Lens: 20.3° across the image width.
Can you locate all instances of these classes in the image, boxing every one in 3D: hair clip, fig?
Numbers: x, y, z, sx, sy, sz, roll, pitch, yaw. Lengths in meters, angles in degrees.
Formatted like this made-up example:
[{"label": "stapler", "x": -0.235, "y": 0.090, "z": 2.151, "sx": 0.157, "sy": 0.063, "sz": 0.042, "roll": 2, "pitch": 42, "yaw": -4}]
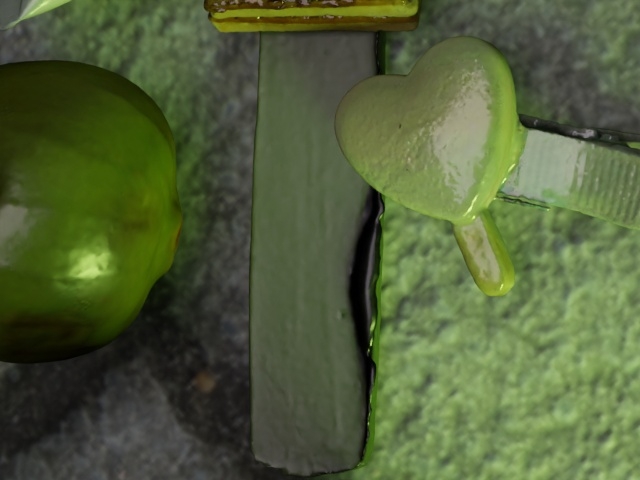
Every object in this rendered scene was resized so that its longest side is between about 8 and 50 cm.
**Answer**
[{"label": "hair clip", "x": 0.113, "y": -0.046, "z": 1.154, "sx": 0.218, "sy": 0.071, "sz": 0.159, "roll": 14, "pitch": 93, "yaw": 8}, {"label": "fig", "x": -0.205, "y": -0.015, "z": 1.177, "sx": 0.230, "sy": 0.207, "sz": 0.207, "roll": -7, "pitch": 90, "yaw": -18}]

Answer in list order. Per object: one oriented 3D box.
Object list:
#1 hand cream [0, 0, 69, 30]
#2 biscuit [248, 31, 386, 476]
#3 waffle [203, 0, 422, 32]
[{"label": "hand cream", "x": -0.066, "y": -0.268, "z": 1.182, "sx": 0.358, "sy": 0.185, "sz": 0.118, "roll": -29, "pitch": 128, "yaw": 14}, {"label": "biscuit", "x": 0.000, "y": 0.000, "z": 1.219, "sx": 0.099, "sy": 0.038, "sz": 0.323, "roll": 1, "pitch": 92, "yaw": 20}, {"label": "waffle", "x": 0.000, "y": -0.187, "z": 1.190, "sx": 0.148, "sy": 0.042, "sz": 0.102, "roll": 1, "pitch": 61, "yaw": 16}]
